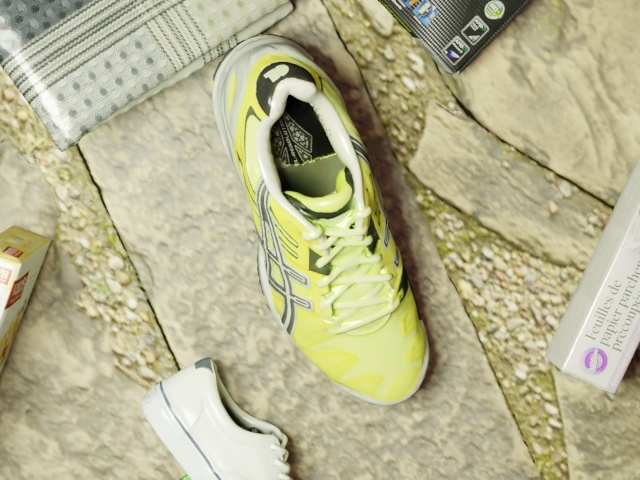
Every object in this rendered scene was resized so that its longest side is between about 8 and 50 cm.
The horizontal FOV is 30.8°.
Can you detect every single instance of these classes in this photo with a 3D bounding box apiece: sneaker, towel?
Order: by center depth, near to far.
[{"bbox_3d":[-0.189,-0.292,1.061,0.324,0.056,0.312,-36,98,-16],"label":"towel"},{"bbox_3d":[0.000,0.000,1.085,0.145,0.147,0.384,-26,108,-3],"label":"sneaker"},{"bbox_3d":[-0.067,0.231,1.144,0.091,0.094,0.258,-37,98,5],"label":"sneaker"}]

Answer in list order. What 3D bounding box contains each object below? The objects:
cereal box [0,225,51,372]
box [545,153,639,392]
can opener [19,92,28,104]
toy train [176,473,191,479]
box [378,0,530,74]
[{"bbox_3d":[-0.319,0.111,1.068,0.047,0.173,0.240,22,96,-7],"label":"cereal box"},{"bbox_3d":[0.327,-0.009,1.162,0.063,0.067,0.324,24,94,-7],"label":"box"},{"bbox_3d":[-0.282,-0.232,1.088,0.093,0.074,0.280,-36,102,-34],"label":"can opener"},{"bbox_3d":[-0.116,0.271,1.184,0.024,0.017,0.083,-41,99,-10],"label":"toy train"},{"bbox_3d":[0.127,-0.289,1.110,0.184,0.045,0.191,-44,106,4],"label":"box"}]
